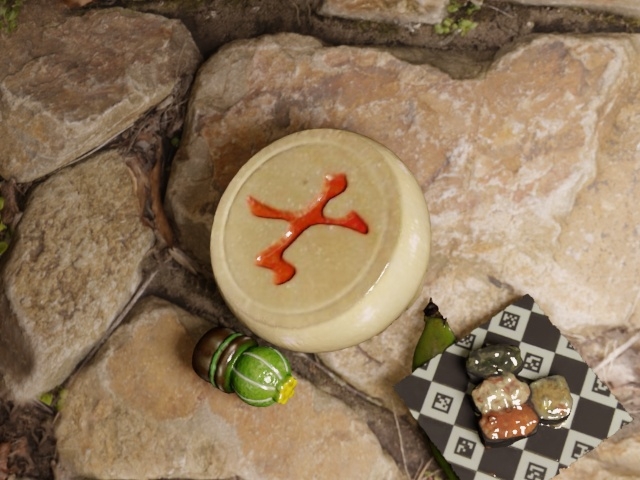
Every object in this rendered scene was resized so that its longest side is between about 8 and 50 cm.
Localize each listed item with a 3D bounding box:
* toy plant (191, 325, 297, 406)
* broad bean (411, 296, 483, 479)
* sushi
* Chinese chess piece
[{"bbox_3d":[-0.109,0.193,1.481,0.162,0.093,0.093,22,80,27],"label":"toy plant"},{"bbox_3d":[0.174,0.228,1.350,0.077,0.061,0.339,-14,64,6],"label":"broad bean"},{"bbox_3d":[0.247,0.204,1.289,0.231,0.047,0.220,-33,65,-7],"label":"sushi"},{"bbox_3d":[0.000,0.000,1.476,0.338,0.140,0.338,-9,66,22],"label":"Chinese chess piece"}]
